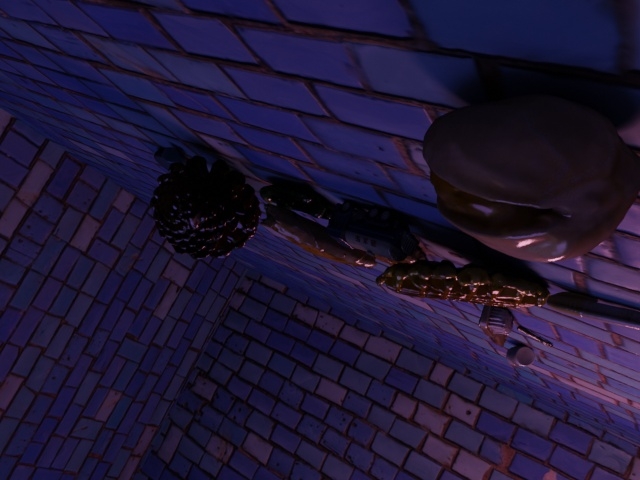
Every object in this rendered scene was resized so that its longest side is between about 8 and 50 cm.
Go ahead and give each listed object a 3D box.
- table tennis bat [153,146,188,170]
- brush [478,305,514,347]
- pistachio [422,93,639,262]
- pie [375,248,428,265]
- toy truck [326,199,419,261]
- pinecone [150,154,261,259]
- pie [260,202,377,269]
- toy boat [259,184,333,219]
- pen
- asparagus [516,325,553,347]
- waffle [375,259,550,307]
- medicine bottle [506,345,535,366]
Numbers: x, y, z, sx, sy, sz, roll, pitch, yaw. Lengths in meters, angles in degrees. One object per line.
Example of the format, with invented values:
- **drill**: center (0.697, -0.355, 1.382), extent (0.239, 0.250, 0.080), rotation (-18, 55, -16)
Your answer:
- **table tennis bat**: center (-0.368, -0.191, 1.803), extent (0.215, 0.044, 0.329), rotation (28, 173, 6)
- **brush**: center (0.456, 0.221, 1.656), extent (0.065, 0.070, 0.327), rotation (12, 166, 25)
- **pistachio**: center (0.187, -0.067, 0.631), extent (0.157, 0.157, 0.229), rotation (34, 175, -33)
- **pie**: center (0.145, 0.015, 1.455), extent (0.195, 0.046, 0.195), rotation (25, 172, 4)
- **toy truck**: center (0.102, -0.014, 1.279), extent (0.201, 0.088, 0.074), rotation (17, 168, 46)
- **pinecone**: center (-0.260, -0.073, 1.574), extent (0.246, 0.246, 0.292), rotation (24, -177, 18)
- **pie**: center (0.000, 0.000, 1.446), extent (0.282, 0.068, 0.128), rotation (24, 180, -22)
- **toy boat**: center (-0.057, -0.088, 1.443), extent (0.210, 0.052, 0.104), rotation (16, 168, 47)
- **pen**: center (0.487, 0.120, 1.098), extent (0.233, 0.040, 0.032), rotation (11, 163, 47)
- **asparagus**: center (0.545, 0.245, 1.664), extent (0.114, 0.014, 0.015), rotation (30, -156, -9)
- **waffle**: center (0.266, 0.087, 1.241), extent (0.300, 0.058, 0.281), rotation (11, 171, -14)
- **medicine bottle**: center (0.581, 0.337, 1.917), extent (0.058, 0.058, 0.091), rotation (27, 171, 3)
